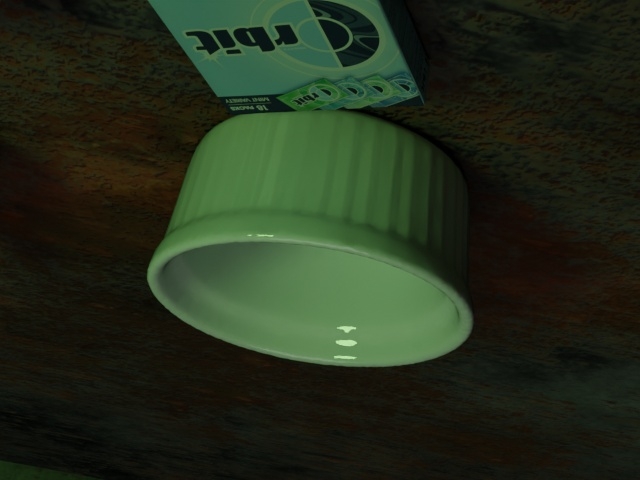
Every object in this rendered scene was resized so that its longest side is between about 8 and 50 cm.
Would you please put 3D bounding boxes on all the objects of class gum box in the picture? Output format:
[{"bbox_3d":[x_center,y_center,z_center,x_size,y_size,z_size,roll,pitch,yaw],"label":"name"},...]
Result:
[{"bbox_3d":[-0.023,-0.153,0.762,0.157,0.041,0.184,-1,152,21],"label":"gum box"}]

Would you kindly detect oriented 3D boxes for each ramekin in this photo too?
[{"bbox_3d":[0.000,0.000,0.971,0.277,0.135,0.277,8,156,3],"label":"ramekin"}]
